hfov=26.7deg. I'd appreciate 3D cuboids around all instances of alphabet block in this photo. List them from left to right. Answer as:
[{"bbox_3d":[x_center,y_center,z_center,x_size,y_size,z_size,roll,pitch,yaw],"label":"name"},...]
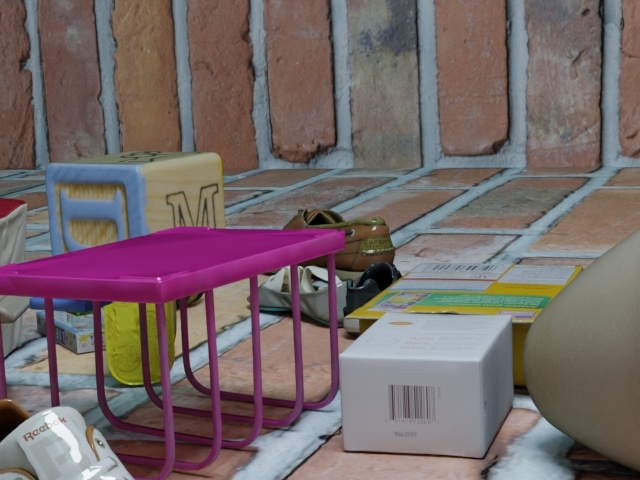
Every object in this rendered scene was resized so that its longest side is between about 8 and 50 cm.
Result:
[{"bbox_3d":[-0.273,-0.031,2.018,0.192,0.193,0.197,5,12,33],"label":"alphabet block"}]

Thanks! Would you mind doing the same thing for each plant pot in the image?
[{"bbox_3d":[0.293,0.089,1.080,0.257,0.256,0.274,-7,-5,-27],"label":"plant pot"}]

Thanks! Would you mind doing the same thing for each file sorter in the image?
[{"bbox_3d":[-0.132,0.096,1.232,0.202,0.182,0.291,2,9,31],"label":"file sorter"}]

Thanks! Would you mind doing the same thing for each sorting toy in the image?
[{"bbox_3d":[-0.379,0.072,1.352,0.348,0.047,0.196,1,6,1],"label":"sorting toy"}]

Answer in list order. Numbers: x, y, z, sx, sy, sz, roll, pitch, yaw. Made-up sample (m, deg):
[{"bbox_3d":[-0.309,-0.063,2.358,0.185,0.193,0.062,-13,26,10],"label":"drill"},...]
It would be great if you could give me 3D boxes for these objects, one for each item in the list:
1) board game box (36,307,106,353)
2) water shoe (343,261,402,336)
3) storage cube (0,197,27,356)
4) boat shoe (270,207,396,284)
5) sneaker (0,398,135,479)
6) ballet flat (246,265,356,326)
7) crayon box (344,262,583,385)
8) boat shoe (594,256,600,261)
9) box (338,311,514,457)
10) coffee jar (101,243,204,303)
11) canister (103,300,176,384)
[{"bbox_3d":[-0.282,0.107,1.684,0.103,0.026,0.154,-8,10,-28],"label":"board game box"},{"bbox_3d":[0.093,0.064,1.679,0.073,0.080,0.203,2,10,25],"label":"water shoe"},{"bbox_3d":[-0.457,0.050,1.547,0.193,0.215,0.183,4,9,2],"label":"storage cube"},{"bbox_3d":[0.000,0.000,2.020,0.111,0.104,0.307,-12,13,-43],"label":"boat shoe"},{"bbox_3d":[-0.153,0.181,0.842,0.106,0.123,0.290,-24,27,-34],"label":"sneaker"},{"bbox_3d":[-0.022,0.064,1.752,0.072,0.068,0.213,-9,11,-36],"label":"ballet flat"},{"bbox_3d":[0.168,0.091,1.481,0.203,0.083,0.323,1,8,18],"label":"crayon box"},{"bbox_3d":[0.448,0.053,1.601,0.258,0.095,0.095,-1,9,10],"label":"boat shoe"},{"bbox_3d":[0.103,0.129,1.247,0.130,0.091,0.170,0,10,18],"label":"box"},{"bbox_3d":[-0.225,0.046,1.796,0.096,0.079,0.184,9,2,21],"label":"coffee jar"},{"bbox_3d":[-0.199,0.083,1.514,0.073,0.126,0.170,-3,7,-3],"label":"canister"}]
